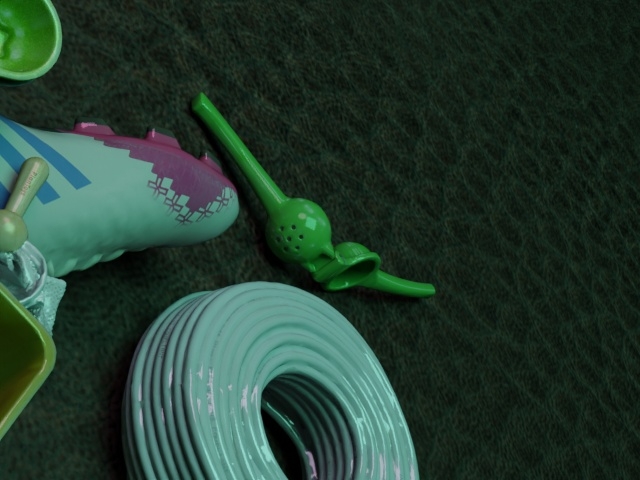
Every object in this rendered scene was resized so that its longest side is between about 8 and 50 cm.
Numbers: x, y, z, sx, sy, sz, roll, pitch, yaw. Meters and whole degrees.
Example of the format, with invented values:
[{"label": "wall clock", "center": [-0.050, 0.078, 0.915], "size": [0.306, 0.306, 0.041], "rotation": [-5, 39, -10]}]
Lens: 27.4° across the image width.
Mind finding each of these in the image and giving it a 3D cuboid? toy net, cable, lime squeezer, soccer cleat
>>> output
[{"label": "toy net", "center": [-0.193, -0.038, 0.732], "size": [0.122, 0.045, 0.232], "rotation": [-5, 81, -47]}, {"label": "cable", "center": [-0.031, 0.149, 0.941], "size": [0.257, 0.089, 0.257], "rotation": [16, 53, -47]}, {"label": "lime squeezer", "center": [0.000, 0.000, 1.144], "size": [0.310, 0.059, 0.110], "rotation": [38, 9, -29]}, {"label": "soccer cleat", "center": [-0.192, -0.015, 0.847], "size": [0.331, 0.116, 0.143], "rotation": [16, 66, -43]}]

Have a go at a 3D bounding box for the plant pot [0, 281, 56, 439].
[{"label": "plant pot", "center": [-0.272, 0.065, 0.504], "size": [0.212, 0.187, 0.212], "rotation": [49, 35, -16]}]
